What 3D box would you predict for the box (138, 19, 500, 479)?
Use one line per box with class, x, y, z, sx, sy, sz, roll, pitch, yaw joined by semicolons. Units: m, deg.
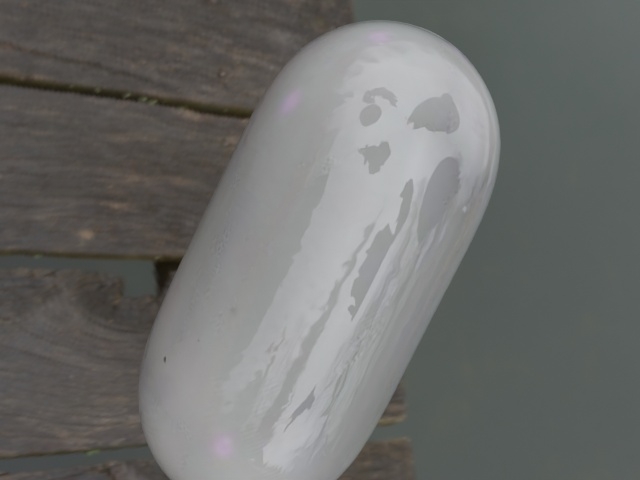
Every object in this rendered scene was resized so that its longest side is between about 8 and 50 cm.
box;0.001;0.001;0.775;0.141;0.349;0.288;27;99;-3
